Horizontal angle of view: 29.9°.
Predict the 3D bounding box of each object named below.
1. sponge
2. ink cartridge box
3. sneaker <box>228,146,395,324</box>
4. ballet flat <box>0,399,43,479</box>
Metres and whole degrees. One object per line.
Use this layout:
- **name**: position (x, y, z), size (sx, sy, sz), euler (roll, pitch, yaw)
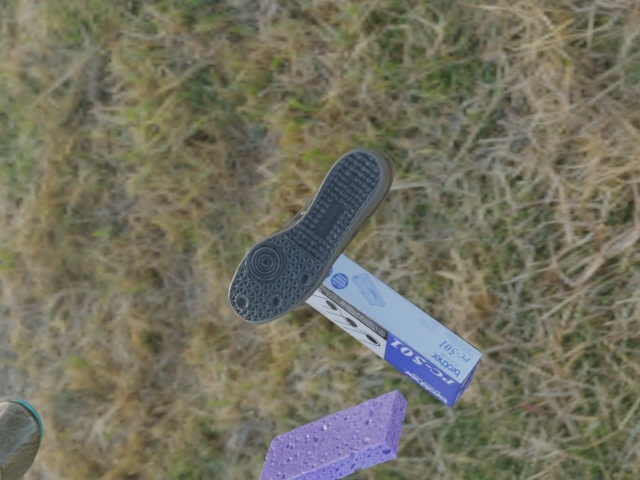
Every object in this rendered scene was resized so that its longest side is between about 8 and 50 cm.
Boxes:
- **sponge**: position (0.015, 0.279, 1.618), size (0.210, 0.117, 0.031), euler (-26, 112, 24)
- **ink cartridge box**: position (0.076, 0.094, 1.312), size (0.207, 0.046, 0.097), euler (35, 161, 14)
- **sneaker**: position (0.000, 0.000, 1.031), size (0.066, 0.071, 0.188), euler (47, 105, 12)
- **ballet flat**: position (-0.533, 0.343, 1.801), size (0.342, 0.124, 0.116), euler (-33, 90, 45)
